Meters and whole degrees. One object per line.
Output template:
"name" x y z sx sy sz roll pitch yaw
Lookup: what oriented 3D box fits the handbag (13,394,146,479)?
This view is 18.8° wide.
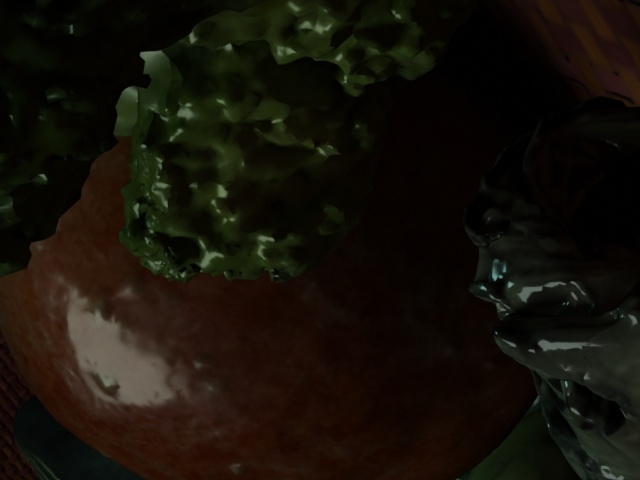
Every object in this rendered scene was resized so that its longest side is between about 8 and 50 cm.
"handbag" -0.082 0.215 1.709 0.340 0.247 0.240 29 159 50

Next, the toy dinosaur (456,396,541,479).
"toy dinosaur" 0.080 0.091 1.012 0.120 0.079 0.292 51 167 -16

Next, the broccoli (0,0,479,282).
"broccoli" -0.073 -0.049 0.513 0.186 0.302 0.254 50 166 -15

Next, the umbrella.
"umbrella" 0.147 0.106 0.635 0.358 0.106 0.113 54 -151 -36

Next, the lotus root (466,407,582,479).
"lotus root" 0.123 0.172 0.894 0.173 0.173 0.309 48 171 15

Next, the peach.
"peach" 0.000 0.000 0.718 0.232 0.232 0.232 48 170 11
